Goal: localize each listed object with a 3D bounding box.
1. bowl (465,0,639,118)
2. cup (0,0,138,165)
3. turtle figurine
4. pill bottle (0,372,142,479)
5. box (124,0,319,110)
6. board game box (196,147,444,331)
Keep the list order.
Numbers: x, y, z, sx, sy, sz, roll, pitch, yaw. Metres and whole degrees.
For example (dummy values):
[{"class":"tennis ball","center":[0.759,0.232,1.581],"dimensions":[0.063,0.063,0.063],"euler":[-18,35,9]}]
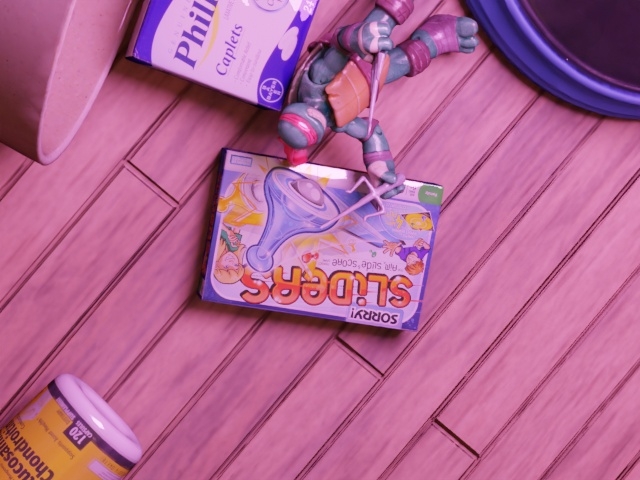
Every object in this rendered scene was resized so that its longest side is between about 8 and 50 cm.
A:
[{"class":"bowl","center":[0.305,-0.302,1.353],"dimensions":[0.391,0.077,0.391],"euler":[-2,99,-13]},{"class":"cup","center":[-0.255,-0.251,1.144],"dimensions":[0.237,0.331,0.331],"euler":[21,94,-2]},{"class":"turtle figurine","center":[0.038,-0.134,1.281],"dimensions":[0.118,0.175,0.234],"euler":[28,63,24]},{"class":"pill bottle","center":[-0.250,0.210,1.306],"dimensions":[0.184,0.103,0.103],"euler":[-44,104,-3]},{"class":"box","center":[-0.082,-0.191,1.299],"dimensions":[0.137,0.072,0.126],"euler":[19,93,-13]},{"class":"board game box","center":[0.000,0.000,1.362],"dimensions":[0.201,0.035,0.136],"euler":[8,96,-13]}]
